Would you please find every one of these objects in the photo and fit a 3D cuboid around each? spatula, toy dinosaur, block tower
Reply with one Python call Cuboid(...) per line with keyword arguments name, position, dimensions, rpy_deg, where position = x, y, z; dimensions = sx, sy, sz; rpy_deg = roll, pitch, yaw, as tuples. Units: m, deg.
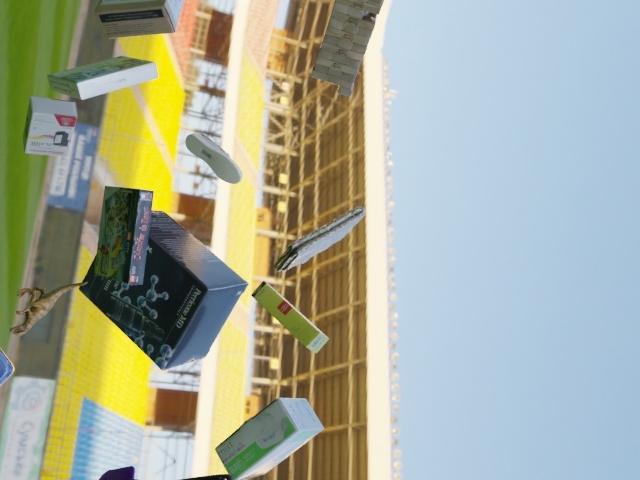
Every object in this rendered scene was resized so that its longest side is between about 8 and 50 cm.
Cuboid(name="spatula", position=(-0.317, 0.488, 1.309), dimensions=(0.084, 0.296, 0.030), rpy_deg=(-90, 173, -46))
Cuboid(name="toy dinosaur", position=(-0.700, 0.155, 1.664), dimensions=(0.211, 0.112, 0.064), rpy_deg=(-46, 164, -18))
Cuboid(name="block tower", position=(0.069, -0.452, 1.271), dimensions=(0.091, 0.097, 0.335), rpy_deg=(-77, -175, -48))

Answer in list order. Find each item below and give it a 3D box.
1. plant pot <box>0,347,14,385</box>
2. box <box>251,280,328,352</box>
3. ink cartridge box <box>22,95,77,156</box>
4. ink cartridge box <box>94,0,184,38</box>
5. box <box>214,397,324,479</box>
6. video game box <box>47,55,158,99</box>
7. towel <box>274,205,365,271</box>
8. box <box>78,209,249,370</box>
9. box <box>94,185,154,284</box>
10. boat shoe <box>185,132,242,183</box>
Cuboid(name="plant pot", position=(-0.542, 0.153, 0.814), dimensions=(0.236, 0.236, 0.212), rpy_deg=(-42, -173, -21))
Cuboid(name="box", position=(-0.085, 0.209, 1.795), dimensions=(0.232, 0.087, 0.058), rpy_deg=(40, -93, 29))
Cuboid(name="ink cartridge box", position=(-0.816, -0.340, 1.973), dimensions=(0.175, 0.127, 0.072), rpy_deg=(-54, -134, 42))
Cuboid(name="ink cartridge box", position=(-0.470, -0.645, 1.746), dimensions=(0.088, 0.193, 0.235), rpy_deg=(77, 12, -49))
Cuboid(name="box", position=(-0.156, 0.612, 2.037), dimensions=(0.262, 0.231, 0.127), rpy_deg=(-39, -112, 6))
Cuboid(name="video game box", position=(-0.529, -0.400, 1.595), dimensions=(0.187, 0.205, 0.048), rpy_deg=(21, -51, 46))
Cuboid(name="towel", position=(0.000, 0.000, 1.927), dimensions=(0.049, 0.282, 0.187), rpy_deg=(56, -27, 6))
Cuboid(name="box", position=(-0.467, 0.136, 1.940), dimensions=(0.395, 0.212, 0.293), rpy_deg=(37, -73, 20))
Cuboid(name="box", position=(-0.491, -0.016, 1.632), dimensions=(0.159, 0.044, 0.233), rpy_deg=(8, -89, 40))
Cuboid(name="boat shoe", position=(-0.268, -0.216, 1.702), dimensions=(0.063, 0.184, 0.066), rpy_deg=(-39, 159, -55))
